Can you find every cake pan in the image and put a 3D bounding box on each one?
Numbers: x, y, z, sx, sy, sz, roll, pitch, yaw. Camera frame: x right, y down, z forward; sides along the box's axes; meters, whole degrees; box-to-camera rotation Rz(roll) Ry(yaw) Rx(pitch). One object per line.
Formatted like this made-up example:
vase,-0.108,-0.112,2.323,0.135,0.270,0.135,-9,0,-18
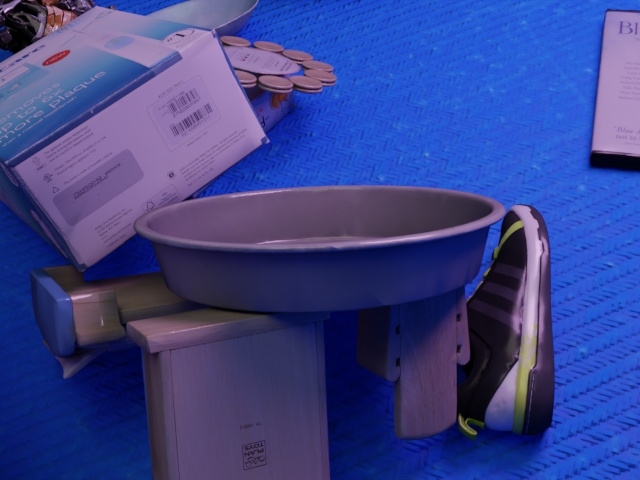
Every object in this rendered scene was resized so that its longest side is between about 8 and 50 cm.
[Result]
cake pan,0.000,0.000,0.716,0.293,0.054,0.293,-2,10,0

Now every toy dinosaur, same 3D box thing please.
toy dinosaur,-0.362,-0.257,1.099,0.218,0.164,0.322,1,26,-11

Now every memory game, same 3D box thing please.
memory game,-0.072,-0.192,0.967,0.186,0.012,0.186,10,25,-4

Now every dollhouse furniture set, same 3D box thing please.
dollhouse furniture set,-0.077,0.121,0.770,0.286,0.198,0.303,-8,12,-27

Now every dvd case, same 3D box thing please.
dvd case,0.396,-0.167,0.969,0.180,0.022,0.253,7,51,15

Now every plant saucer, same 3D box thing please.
plant saucer,-0.165,-0.259,1.108,0.195,0.037,0.195,-13,28,7

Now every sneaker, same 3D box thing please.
sneaker,0.149,0.060,0.771,0.097,0.084,0.234,0,49,11

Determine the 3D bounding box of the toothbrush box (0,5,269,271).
toothbrush box,-0.227,-0.117,0.877,0.216,0.126,0.295,-37,33,-18

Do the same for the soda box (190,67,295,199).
soda box,-0.110,-0.129,0.995,0.063,0.058,0.183,27,58,29
